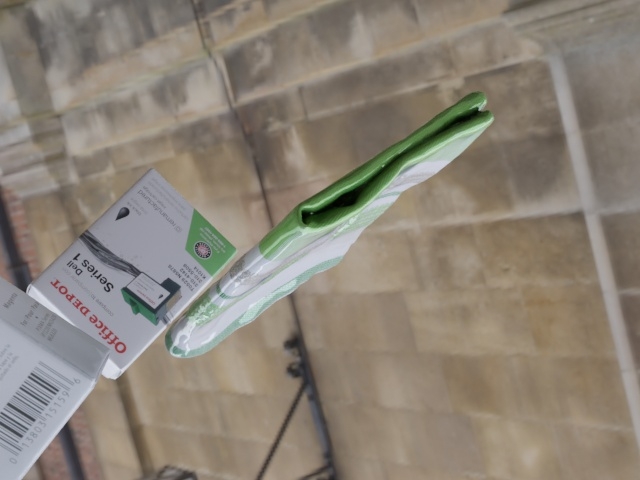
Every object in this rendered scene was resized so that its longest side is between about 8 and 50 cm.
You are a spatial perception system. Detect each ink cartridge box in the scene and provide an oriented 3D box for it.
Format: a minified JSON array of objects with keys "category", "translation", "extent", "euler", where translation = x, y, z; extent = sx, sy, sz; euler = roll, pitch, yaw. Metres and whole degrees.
[{"category":"ink cartridge box","translation":[-0.241,0.044,1.331],"extent":[0.219,0.160,0.092],"euler":[-48,-175,-23]},{"category":"ink cartridge box","translation":[-0.333,0.123,0.775],"extent":[0.275,0.239,0.060],"euler":[-50,-168,16]}]

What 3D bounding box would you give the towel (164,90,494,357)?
[{"category":"towel","translation":[0.000,0.000,0.440],"extent":[0.113,0.023,0.152],"euler":[-36,178,-33]}]
